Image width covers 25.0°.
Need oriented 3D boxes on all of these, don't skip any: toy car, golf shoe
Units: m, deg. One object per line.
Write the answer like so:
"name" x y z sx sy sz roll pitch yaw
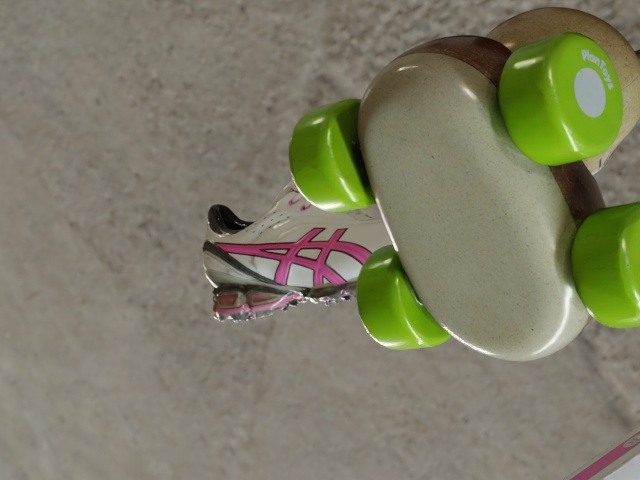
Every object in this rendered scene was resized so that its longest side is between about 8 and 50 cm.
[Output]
"toy car" 0.110 -0.048 0.677 0.155 0.188 0.149 -11 111 46
"golf shoe" 0.000 0.000 0.934 0.186 0.067 0.086 -11 92 29

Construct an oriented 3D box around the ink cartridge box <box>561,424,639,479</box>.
"ink cartridge box" 0.162 0.280 0.991 0.176 0.371 0.069 59 166 -3
